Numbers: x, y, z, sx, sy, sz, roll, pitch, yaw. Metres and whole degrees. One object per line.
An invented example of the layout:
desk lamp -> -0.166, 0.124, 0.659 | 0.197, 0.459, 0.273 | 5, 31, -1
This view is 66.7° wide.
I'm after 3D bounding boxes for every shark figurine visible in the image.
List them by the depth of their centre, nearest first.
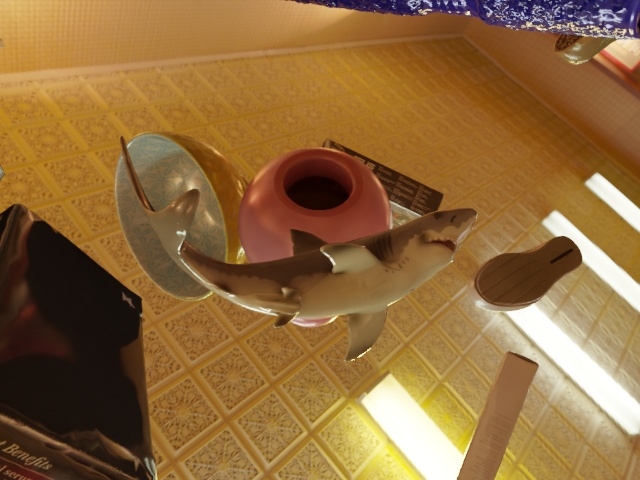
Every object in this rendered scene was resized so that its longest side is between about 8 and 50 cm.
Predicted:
shark figurine -> -0.027, 0.011, 0.409 | 0.279, 0.166, 0.116 | 6, -145, -25

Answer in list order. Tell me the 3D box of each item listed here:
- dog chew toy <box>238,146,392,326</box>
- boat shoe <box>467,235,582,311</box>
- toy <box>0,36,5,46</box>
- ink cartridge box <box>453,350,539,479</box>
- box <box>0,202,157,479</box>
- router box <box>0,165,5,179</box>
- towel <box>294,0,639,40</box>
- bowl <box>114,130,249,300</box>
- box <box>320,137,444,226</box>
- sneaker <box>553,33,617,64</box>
dog chew toy -> -0.011, 0.023, 0.721 | 0.207, 0.331, 0.206 | 2, -125, -3
boat shoe -> 0.392, 0.075, 0.949 | 0.303, 0.094, 0.109 | -16, -112, -29
toy -> -0.365, -0.207, 0.434 | 0.137, 0.056, 0.237 | -3, -158, -31
ink cartridge box -> 0.300, 0.385, 0.896 | 0.069, 0.370, 0.176 | 24, 176, 23
box -> -0.399, 0.203, 0.497 | 0.212, 0.396, 0.293 | 54, -179, -37
router box -> -0.647, -0.120, 0.765 | 0.081, 0.308, 0.242 | 16, -122, -4
towel -> 0.054, -0.231, 0.282 | 0.308, 0.227, 0.076 | 23, -118, 31
bowl -> -0.208, -0.053, 0.851 | 0.289, 0.289, 0.156 | 48, -141, 15
box -> 0.120, -0.130, 1.221 | 0.308, 0.242, 0.076 | 25, -96, -4
sneaker -> 0.308, -0.215, 0.415 | 0.086, 0.192, 0.064 | 31, -142, -14
